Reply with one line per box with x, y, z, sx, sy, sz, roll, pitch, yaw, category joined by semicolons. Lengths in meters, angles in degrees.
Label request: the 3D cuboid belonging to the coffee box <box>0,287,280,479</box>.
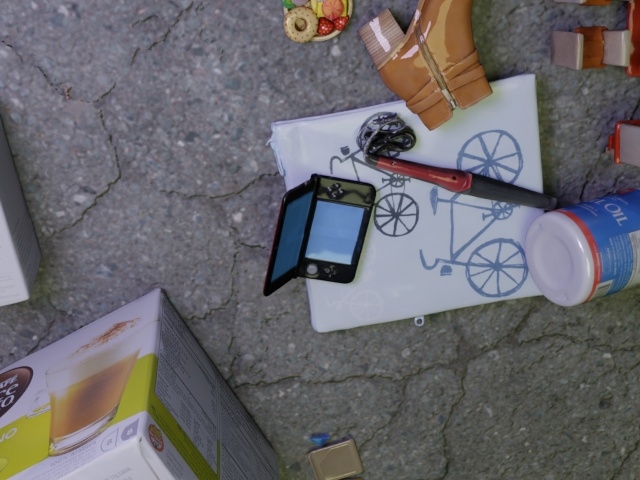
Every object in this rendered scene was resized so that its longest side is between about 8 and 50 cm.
-0.265;0.329;1.137;0.337;0.334;0.338;-27;116;7;coffee box

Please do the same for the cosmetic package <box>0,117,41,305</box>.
-0.397;-0.047;1.050;0.085;0.117;0.231;-11;117;-4;cosmetic package

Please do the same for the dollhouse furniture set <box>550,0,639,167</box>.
0.408;-0.222;1.098;0.262;0.135;0.259;-4;106;-7;dollhouse furniture set

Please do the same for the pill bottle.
0.386;0.000;1.169;0.221;0.124;0.124;-15;120;-24;pill bottle

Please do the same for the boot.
0.159;-0.233;1.047;0.197;0.073;0.152;-32;100;24;boot

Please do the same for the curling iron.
0.173;-0.085;1.119;0.274;0.035;0.068;20;113;-14;curling iron

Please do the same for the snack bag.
0.125;-0.034;1.181;0.342;0.037;0.323;-11;117;1;snack bag

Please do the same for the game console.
0.000;0.000;1.119;0.124;0.085;0.144;9;116;-9;game console

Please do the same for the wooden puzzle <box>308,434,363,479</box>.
0.023;0.333;1.364;0.078;0.014;0.116;-13;118;-7;wooden puzzle

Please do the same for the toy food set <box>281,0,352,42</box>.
-0.004;-0.270;1.049;0.083;0.020;0.082;-4;117;-6;toy food set
